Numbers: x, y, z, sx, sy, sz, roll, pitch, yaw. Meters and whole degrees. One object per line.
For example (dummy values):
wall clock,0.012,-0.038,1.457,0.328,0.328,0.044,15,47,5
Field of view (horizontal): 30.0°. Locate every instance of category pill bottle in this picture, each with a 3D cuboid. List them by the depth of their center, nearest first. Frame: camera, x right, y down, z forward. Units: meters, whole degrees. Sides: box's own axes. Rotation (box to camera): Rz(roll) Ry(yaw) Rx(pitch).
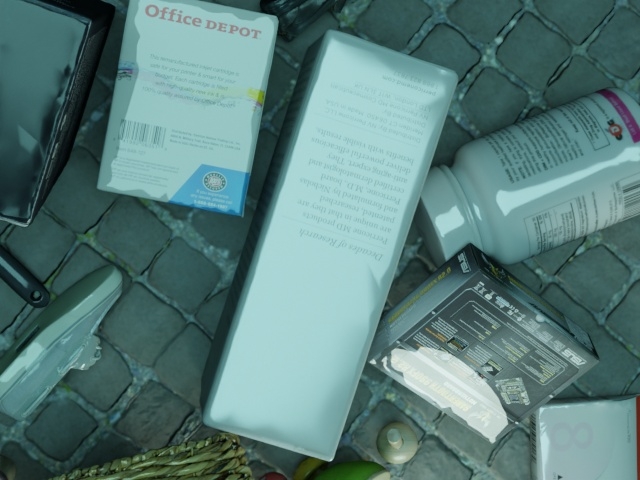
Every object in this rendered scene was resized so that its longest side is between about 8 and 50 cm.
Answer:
pill bottle,0.259,-0.066,1.457,0.283,0.160,0.160,-21,96,-4

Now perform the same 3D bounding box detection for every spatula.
spatula,-0.442,-0.025,1.463,0.084,0.030,0.296,-43,97,0

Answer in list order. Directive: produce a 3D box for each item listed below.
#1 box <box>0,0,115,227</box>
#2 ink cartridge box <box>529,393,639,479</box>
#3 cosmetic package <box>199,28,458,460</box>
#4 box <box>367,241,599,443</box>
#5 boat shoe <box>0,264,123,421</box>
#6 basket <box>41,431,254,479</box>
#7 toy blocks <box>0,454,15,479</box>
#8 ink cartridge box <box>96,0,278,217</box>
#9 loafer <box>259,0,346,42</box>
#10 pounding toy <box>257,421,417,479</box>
box,-0.394,-0.191,1.255,0.293,0.395,0.212,18,101,-10
ink cartridge box,0.389,0.295,1.550,0.232,0.066,0.189,-3,94,-1
cosmetic package,0.000,0.000,1.406,0.161,0.230,0.453,18,93,-7
box,0.195,0.130,1.449,0.231,0.056,0.183,35,116,-28
boat shoe,-0.315,0.128,1.470,0.227,0.079,0.081,-45,114,-1
basket,-0.199,0.361,1.327,0.299,0.213,0.223,-14,72,-9
toy blocks,-0.538,0.223,1.358,0.288,0.260,0.309,-20,96,-3
ink cartridge box,-0.155,-0.160,1.409,0.171,0.168,0.233,11,93,-6
loafer,0.010,-0.309,1.476,0.170,0.062,0.061,-28,118,1
pounding toy,0.003,0.298,1.476,0.110,0.183,0.237,40,90,19
